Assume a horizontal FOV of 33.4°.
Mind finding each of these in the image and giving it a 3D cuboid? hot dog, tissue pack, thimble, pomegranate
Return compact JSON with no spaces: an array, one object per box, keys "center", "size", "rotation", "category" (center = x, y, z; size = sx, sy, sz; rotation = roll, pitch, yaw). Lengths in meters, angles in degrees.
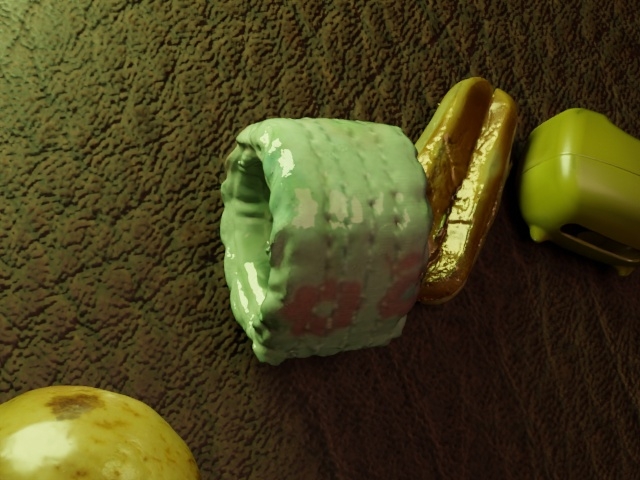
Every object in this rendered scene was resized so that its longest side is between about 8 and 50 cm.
[{"center":[0.129,-0.053,1.066],"size":[0.109,0.072,0.270],"rotation":[32,67,-14],"category":"hot dog"},{"center":[0.295,-0.046,1.105],"size":[0.178,0.123,0.127],"rotation":[20,64,-18],"category":"tissue pack"},{"center":[0.000,0.000,0.931],"size":[0.149,0.185,0.211],"rotation":[-1,90,-22],"category":"thimble"},{"center":[-0.177,0.210,0.775],"size":[0.215,0.215,0.215],"rotation":[7,72,-22],"category":"pomegranate"}]
